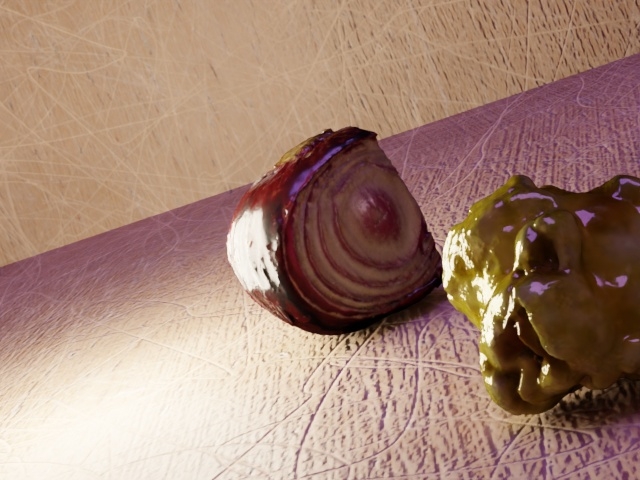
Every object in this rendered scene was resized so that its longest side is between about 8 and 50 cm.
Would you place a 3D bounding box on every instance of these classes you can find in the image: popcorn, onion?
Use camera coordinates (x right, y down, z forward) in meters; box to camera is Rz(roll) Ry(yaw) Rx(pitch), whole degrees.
[{"bbox_3d":[0.201,0.050,1.032,0.200,0.226,0.203,93,-159,-68],"label":"popcorn"},{"bbox_3d":[-0.005,0.003,1.432,0.207,0.216,0.206,-33,12,-21],"label":"onion"}]
